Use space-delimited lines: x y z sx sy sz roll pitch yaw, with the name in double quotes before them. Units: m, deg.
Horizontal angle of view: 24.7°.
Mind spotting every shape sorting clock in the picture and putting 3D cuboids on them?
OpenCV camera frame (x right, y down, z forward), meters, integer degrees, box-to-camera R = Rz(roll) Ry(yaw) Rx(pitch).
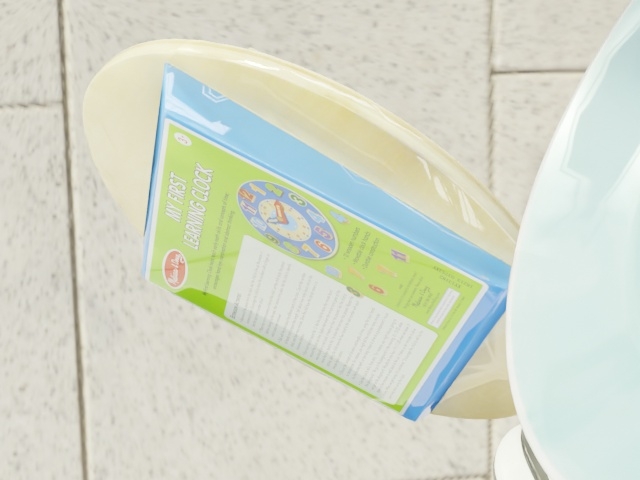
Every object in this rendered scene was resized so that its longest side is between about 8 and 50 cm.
"shape sorting clock" 0.000 0.000 0.547 0.206 0.206 0.040 36 63 -14

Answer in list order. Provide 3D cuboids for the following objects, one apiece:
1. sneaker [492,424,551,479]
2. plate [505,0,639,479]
"sneaker" 0.303 0.232 1.087 0.169 0.447 0.257 -6 135 -32
"plate" 0.107 -0.022 0.311 0.024 0.188 0.188 27 94 -21
